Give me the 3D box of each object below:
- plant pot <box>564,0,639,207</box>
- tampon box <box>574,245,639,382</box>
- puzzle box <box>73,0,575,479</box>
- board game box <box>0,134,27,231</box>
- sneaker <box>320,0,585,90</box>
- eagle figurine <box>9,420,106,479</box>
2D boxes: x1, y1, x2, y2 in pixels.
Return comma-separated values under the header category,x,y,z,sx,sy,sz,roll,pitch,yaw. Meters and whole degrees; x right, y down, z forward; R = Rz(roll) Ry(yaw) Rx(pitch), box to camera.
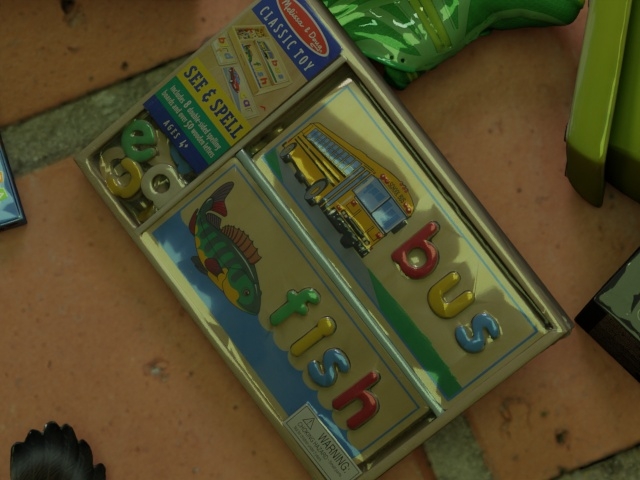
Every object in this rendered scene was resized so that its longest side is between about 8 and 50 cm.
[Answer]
category,x,y,z,sx,sy,sz,roll,pitch,yaw
plant pot,0.331,-0.131,1.711,0.207,0.228,0.227,9,81,10
tampon box,0.308,0.054,1.708,0.101,0.161,0.120,43,84,7
puzzle box,0.000,0.000,1.733,0.272,0.052,0.409,-40,83,13
board game box,-0.398,-0.060,1.795,0.211,0.039,0.160,-18,81,-2
sneaker,0.097,-0.201,1.789,0.296,0.109,0.123,-3,89,7
eagle figurine,-0.294,0.326,1.683,0.226,0.225,0.298,21,42,-35
